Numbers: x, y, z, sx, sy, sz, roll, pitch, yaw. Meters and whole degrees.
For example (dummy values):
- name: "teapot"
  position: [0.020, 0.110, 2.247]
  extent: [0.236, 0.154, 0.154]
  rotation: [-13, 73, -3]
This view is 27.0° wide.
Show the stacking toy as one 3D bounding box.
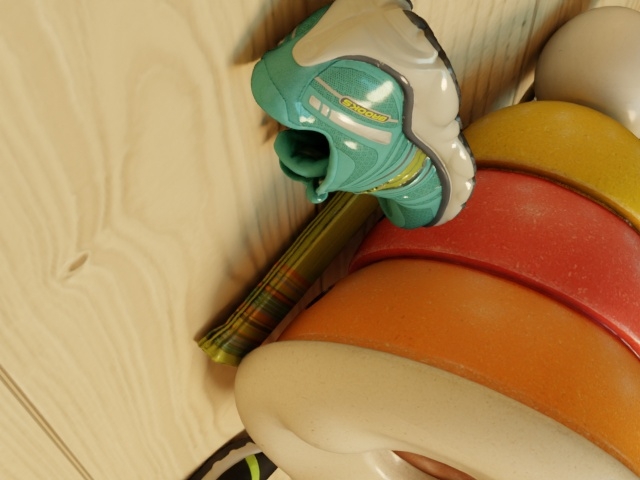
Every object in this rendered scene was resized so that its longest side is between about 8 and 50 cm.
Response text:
- name: "stacking toy"
  position: [0.173, 0.011, 1.085]
  extent: [0.351, 0.350, 0.480]
  rotation: [94, 20, -64]

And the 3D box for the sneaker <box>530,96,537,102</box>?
- name: "sneaker"
  position: [0.299, -0.097, 1.325]
  extent: [0.102, 0.146, 0.293]
  rotation: [-56, 163, 23]

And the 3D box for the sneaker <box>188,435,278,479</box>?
- name: "sneaker"
  position: [-0.102, 0.273, 1.216]
  extent: [0.234, 0.097, 0.084]
  rotation: [-37, 160, -36]

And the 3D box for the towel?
- name: "towel"
  position: [0.000, 0.000, 1.008]
  extent: [0.237, 0.021, 0.102]
  rotation: [-49, 169, -2]

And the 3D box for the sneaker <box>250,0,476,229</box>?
- name: "sneaker"
  position: [0.024, -0.071, 0.817]
  extent: [0.110, 0.107, 0.275]
  rotation: [-29, 158, 2]
